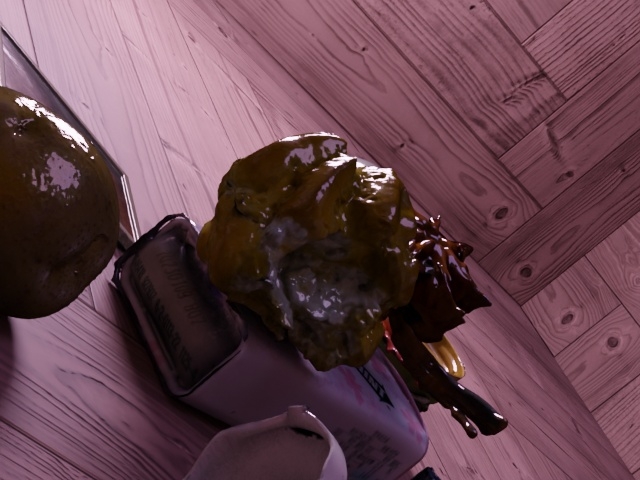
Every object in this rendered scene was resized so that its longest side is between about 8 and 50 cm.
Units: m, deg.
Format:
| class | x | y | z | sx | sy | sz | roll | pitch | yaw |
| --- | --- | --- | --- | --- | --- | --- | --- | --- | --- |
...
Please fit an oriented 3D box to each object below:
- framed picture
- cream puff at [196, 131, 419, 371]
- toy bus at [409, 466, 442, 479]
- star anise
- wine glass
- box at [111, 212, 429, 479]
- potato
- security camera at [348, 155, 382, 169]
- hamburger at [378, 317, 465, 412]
| class | x | y | z | sx | sy | sz | roll | pitch | yaw |
| --- | --- | --- | --- | --- | --- | --- | --- | --- | --- |
| framed picture | -0.264 | -0.106 | 1.377 | 0.250 | 0.016 | 0.184 | 53 | 7 | -33 |
| cream puff | -0.002 | -0.003 | 1.211 | 0.221 | 0.195 | 0.194 | 44 | 12 | -37 |
| toy bus | 0.167 | 0.344 | 1.606 | 0.166 | 0.047 | 0.065 | 48 | 6 | -16 |
| star anise | 0.092 | 0.068 | 1.432 | 0.346 | 0.148 | 0.237 | 51 | 35 | -7 |
| wine glass | -0.010 | 0.238 | 0.956 | 0.196 | 0.165 | 0.165 | 50 | 9 | -28 |
| box | -0.041 | 0.121 | 1.352 | 0.370 | 0.112 | 0.190 | 38 | 15 | -51 |
| potato | -0.246 | -0.040 | 1.026 | 0.194 | 0.157 | 0.157 | 39 | 6 | 20 |
| security camera | 0.000 | 0.003 | 1.595 | 0.194 | 0.236 | 0.194 | 49 | 8 | -9 |
| hamburger | 0.087 | 0.156 | 1.680 | 0.175 | 0.137 | 0.175 | 46 | 16 | -17 |
